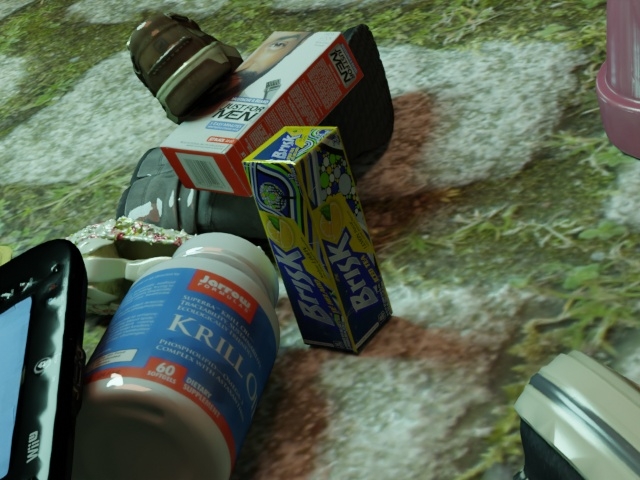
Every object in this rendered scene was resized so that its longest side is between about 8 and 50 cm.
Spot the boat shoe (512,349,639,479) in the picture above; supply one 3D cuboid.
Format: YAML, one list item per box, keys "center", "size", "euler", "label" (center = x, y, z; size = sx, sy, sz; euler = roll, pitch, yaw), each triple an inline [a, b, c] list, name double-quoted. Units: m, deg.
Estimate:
- center: [0.171, 0.240, 0.381]
  size: [0.156, 0.187, 0.500]
  euler: [-38, 55, 13]
  label: "boat shoe"

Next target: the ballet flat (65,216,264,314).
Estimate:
- center: [-0.155, 0.024, 1.175]
  size: [0.241, 0.091, 0.077]
  euler: [-1, -1, 30]
  label: "ballet flat"

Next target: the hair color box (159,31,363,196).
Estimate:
- center: [-0.051, -0.114, 1.206]
  size: [0.093, 0.053, 0.167]
  euler: [9, 47, 46]
  label: "hair color box"

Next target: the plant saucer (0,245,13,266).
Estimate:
- center: [-0.400, 0.154, 1.104]
  size: [0.332, 0.081, 0.333]
  euler: [-18, 29, 1]
  label: "plant saucer"

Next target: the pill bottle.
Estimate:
- center: [-0.099, 0.088, 0.996]
  size: [0.124, 0.124, 0.221]
  euler: [-8, 30, 18]
  label: "pill bottle"

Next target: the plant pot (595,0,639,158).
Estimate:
- center: [0.328, -0.191, 1.187]
  size: [0.201, 0.180, 0.201]
  euler: [-15, 28, 8]
  label: "plant pot"

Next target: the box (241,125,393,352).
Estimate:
- center: [0.000, 0.000, 1.048]
  size: [0.054, 0.169, 0.059]
  euler: [5, 35, 38]
  label: "box"

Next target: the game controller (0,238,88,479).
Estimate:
- center: [-0.225, 0.120, 0.888]
  size: [0.166, 0.067, 0.319]
  euler: [-37, 31, 18]
  label: "game controller"

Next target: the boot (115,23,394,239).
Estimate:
- center: [-0.064, -0.099, 1.334]
  size: [0.222, 0.118, 0.338]
  euler: [-11, 24, 24]
  label: "boot"

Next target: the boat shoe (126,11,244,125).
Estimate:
- center: [-0.133, -0.174, 1.302]
  size: [0.095, 0.095, 0.257]
  euler: [-44, 4, -2]
  label: "boat shoe"
